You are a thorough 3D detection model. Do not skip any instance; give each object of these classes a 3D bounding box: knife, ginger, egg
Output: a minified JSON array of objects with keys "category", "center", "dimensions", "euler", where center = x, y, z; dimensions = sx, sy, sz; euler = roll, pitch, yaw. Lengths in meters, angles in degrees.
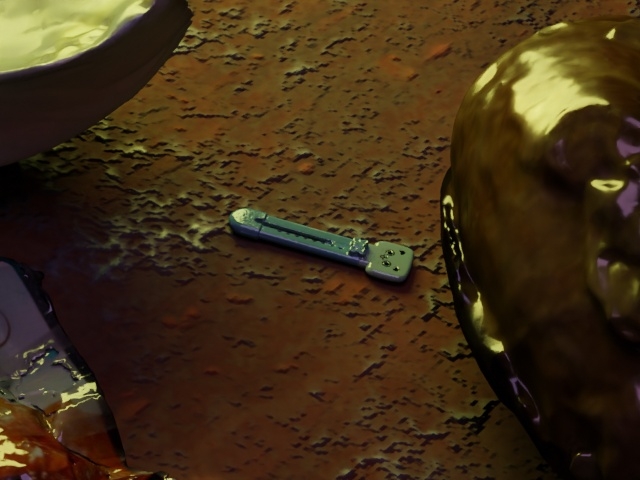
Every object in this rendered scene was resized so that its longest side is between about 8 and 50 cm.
[{"category":"knife","center":[0.000,0.000,0.994],"dimensions":[0.096,0.010,0.027],"euler":[15,40,6]},{"category":"ginger","center":[0.134,0.005,0.906],"dimensions":[0.165,0.172,0.321],"euler":[-25,40,21]},{"category":"egg","center":[-0.223,-0.108,0.963],"dimensions":[0.271,0.162,0.206],"euler":[29,-3,-30]}]

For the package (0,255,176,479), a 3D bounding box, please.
[{"category":"package","center":[-0.158,0.089,0.839],"dimensions":[0.166,0.040,0.232],"euler":[-15,46,-26]}]
